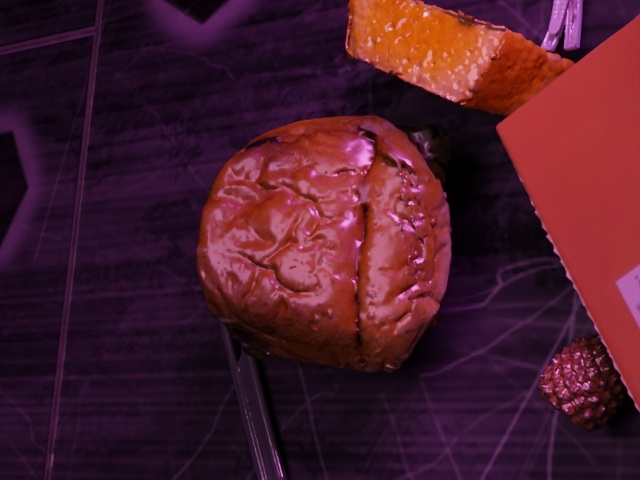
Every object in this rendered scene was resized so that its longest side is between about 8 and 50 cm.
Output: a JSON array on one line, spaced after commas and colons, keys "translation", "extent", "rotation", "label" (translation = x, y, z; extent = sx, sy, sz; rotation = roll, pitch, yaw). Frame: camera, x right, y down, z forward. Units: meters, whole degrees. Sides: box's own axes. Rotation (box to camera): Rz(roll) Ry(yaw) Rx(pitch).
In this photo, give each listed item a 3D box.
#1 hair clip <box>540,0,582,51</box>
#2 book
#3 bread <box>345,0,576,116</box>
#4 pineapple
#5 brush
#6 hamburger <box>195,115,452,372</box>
[{"translation": [0.169, -0.189, 1.305], "extent": [0.030, 0.039, 0.115], "rotation": [-1, 80, 48], "label": "hair clip"}, {"translation": [0.299, -0.081, 1.126], "extent": [0.374, 0.028, 0.263], "rotation": [-37, 52, 21], "label": "book"}, {"translation": [0.088, -0.132, 1.320], "extent": [0.187, 0.103, 0.065], "rotation": [29, 101, 39], "label": "bread"}, {"translation": [0.195, 0.063, 1.203], "extent": [0.124, 0.058, 0.058], "rotation": [-52, 50, 13], "label": "pineapple"}, {"translation": [-0.055, 0.128, 1.432], "extent": [0.062, 0.027, 0.266], "rotation": [-33, 58, 32], "label": "brush"}, {"translation": [0.000, 0.000, 1.350], "extent": [0.206, 0.130, 0.183], "rotation": [0, 81, 41], "label": "hamburger"}]
